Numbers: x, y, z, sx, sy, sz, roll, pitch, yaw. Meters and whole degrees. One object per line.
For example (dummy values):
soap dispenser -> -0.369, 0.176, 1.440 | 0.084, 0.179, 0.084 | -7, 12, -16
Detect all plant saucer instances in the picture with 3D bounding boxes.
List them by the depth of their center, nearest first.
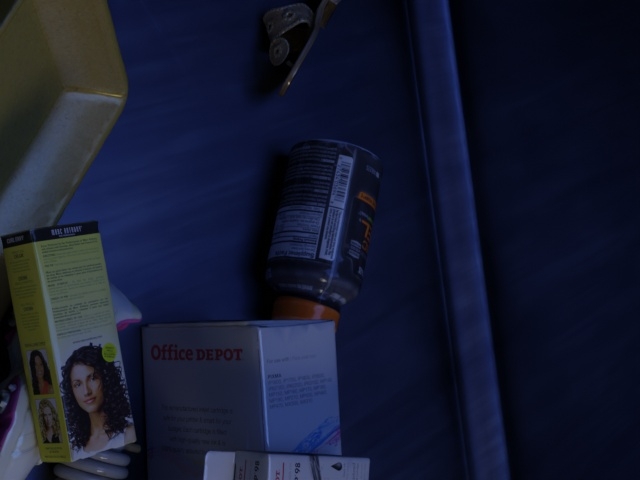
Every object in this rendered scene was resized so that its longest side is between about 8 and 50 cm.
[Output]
plant saucer -> -0.319, -0.117, 1.151 | 0.332, 0.081, 0.332 | 90, 23, -65

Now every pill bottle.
pill bottle -> 0.000, 0.000, 1.530 | 0.130, 0.130, 0.245 | 26, 69, -41

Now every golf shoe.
golf shoe -> -0.283, 0.169, 1.225 | 0.140, 0.115, 0.306 | 28, 67, -27

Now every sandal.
sandal -> -0.039, -0.293, 1.577 | 0.079, 0.088, 0.240 | 30, 53, -5

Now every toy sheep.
toy sheep -> -0.251, 0.245, 1.283 | 0.091, 0.091, 0.132 | 24, 73, -41

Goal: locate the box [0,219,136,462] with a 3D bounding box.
box -> -0.252, 0.100, 1.163 | 0.087, 0.058, 0.232 | -12, 91, -48

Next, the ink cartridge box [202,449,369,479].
ink cartridge box -> -0.035, 0.273, 1.198 | 0.180, 0.060, 0.104 | 11, 79, -41

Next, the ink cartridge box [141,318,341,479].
ink cartridge box -> -0.091, 0.245, 1.344 | 0.131, 0.226, 0.306 | 1, 86, -44
